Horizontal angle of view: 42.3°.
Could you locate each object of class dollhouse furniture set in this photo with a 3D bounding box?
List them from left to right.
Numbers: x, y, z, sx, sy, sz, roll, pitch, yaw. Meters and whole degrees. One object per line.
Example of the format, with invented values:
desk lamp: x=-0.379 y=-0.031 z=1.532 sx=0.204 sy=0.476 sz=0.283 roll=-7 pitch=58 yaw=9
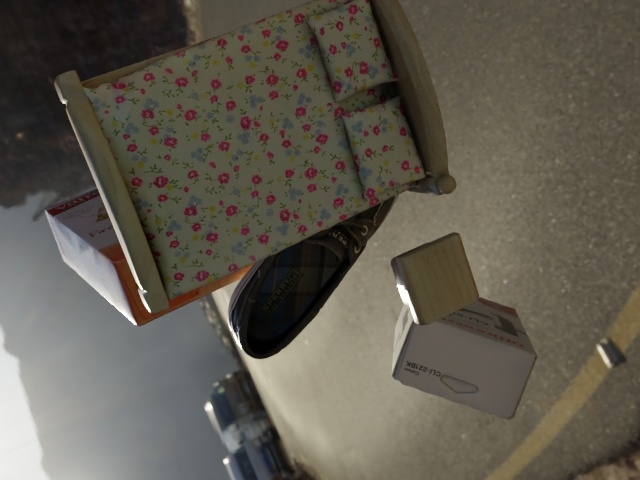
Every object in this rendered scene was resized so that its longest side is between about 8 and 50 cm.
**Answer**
dollhouse furniture set: x=-0.072 y=-0.062 z=0.403 sx=0.356 sy=0.303 sz=0.174 roll=69 pitch=165 yaw=-12

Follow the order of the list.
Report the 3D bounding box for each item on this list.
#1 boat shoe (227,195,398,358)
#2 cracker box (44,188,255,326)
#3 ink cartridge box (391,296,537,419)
boat shoe: x=0.000 y=0.000 z=0.662 sx=0.080 sy=0.228 sz=0.076 roll=36 pitch=-170 yaw=-18
cracker box: x=-0.151 y=-0.011 z=0.783 sx=0.232 sy=0.155 sz=0.067 roll=21 pitch=131 yaw=56
ink cartridge box: x=0.229 y=0.167 z=1.361 sx=0.273 sy=0.196 sz=0.114 roll=-60 pitch=-12 yaw=-77
